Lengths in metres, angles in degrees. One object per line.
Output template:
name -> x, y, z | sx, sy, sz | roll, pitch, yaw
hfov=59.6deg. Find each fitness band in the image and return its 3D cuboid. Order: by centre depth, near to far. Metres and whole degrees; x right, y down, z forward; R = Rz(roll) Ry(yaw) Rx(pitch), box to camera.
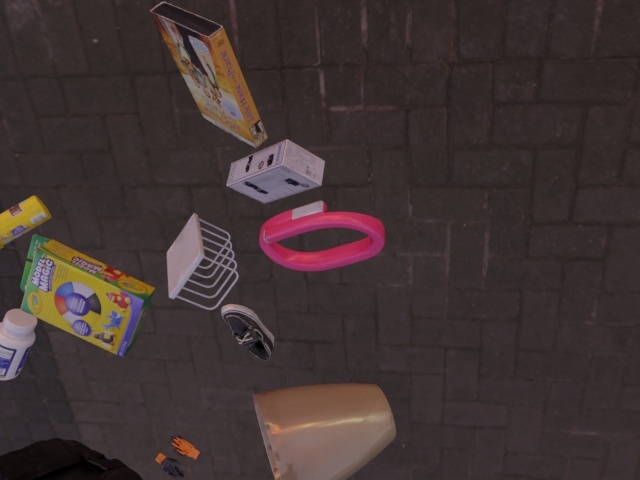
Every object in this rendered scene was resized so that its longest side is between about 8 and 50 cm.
fitness band -> 0.000, 0.000, 1.220 | 0.290, 0.054, 0.209 | -15, 146, 34

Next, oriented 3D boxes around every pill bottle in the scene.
pill bottle -> -0.884, 0.294, 1.596 | 0.111, 0.112, 0.187 | 29, 106, -7

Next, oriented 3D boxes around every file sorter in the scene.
file sorter -> -0.407, 0.077, 1.942 | 0.173, 0.278, 0.193 | 28, 109, -29

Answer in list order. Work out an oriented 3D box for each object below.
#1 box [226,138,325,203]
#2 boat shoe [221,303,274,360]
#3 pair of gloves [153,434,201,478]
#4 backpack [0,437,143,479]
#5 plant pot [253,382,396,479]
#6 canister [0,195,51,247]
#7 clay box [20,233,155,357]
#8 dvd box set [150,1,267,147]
box -> -0.146, -0.211, 1.774 | 0.169, 0.087, 0.289 | 24, 155, -38
boat shoe -> -0.192, 0.250, 1.511 | 0.077, 0.070, 0.219 | -22, 132, 21
pair of gloves -> -0.302, 0.455, 1.176 | 0.074, 0.010, 0.083 | 37, 93, -1
backpack -> -0.404, 0.437, 0.828 | 0.276, 0.263, 0.213 | 27, 115, 16
plant pot -> 0.017, 0.424, 1.238 | 0.273, 0.256, 0.257 | -15, 117, -14
canister -> -0.817, -0.047, 1.493 | 0.169, 0.126, 0.073 | -34, 99, -17
clay box -> -0.403, 0.092, 0.935 | 0.221, 0.053, 0.128 | 25, 113, -3
dvd box set -> -0.340, -0.509, 1.748 | 0.307, 0.062, 0.421 | 34, 159, 33
